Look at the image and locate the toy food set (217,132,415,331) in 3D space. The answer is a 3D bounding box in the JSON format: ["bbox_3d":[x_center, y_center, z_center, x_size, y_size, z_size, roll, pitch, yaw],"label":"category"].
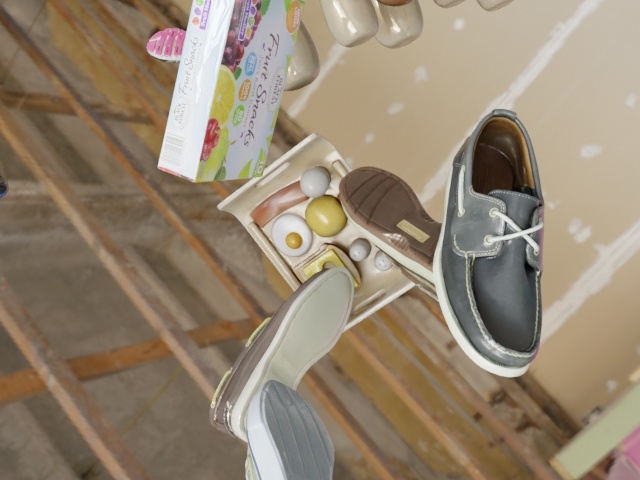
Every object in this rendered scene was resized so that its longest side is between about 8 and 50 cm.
[{"bbox_3d":[0.000,0.000,1.397,0.306,0.220,0.092,53,-163,-4],"label":"toy food set"}]

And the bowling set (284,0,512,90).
[{"bbox_3d":[0.056,-0.266,0.736,0.200,0.287,0.154,145,102,-83],"label":"bowling set"}]

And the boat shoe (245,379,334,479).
[{"bbox_3d":[-0.043,0.271,0.885,0.109,0.094,0.302,32,-161,-23],"label":"boat shoe"}]

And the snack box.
[{"bbox_3d":[-0.064,-0.116,0.606,0.037,0.141,0.100,21,-165,21],"label":"snack box"}]

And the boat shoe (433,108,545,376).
[{"bbox_3d":[0.141,-0.005,0.658,0.084,0.079,0.233,12,-127,-9],"label":"boat shoe"}]

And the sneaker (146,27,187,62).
[{"bbox_3d":[-0.218,-0.322,1.427,0.170,0.063,0.075,5,158,16],"label":"sneaker"}]

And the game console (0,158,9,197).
[{"bbox_3d":[-0.683,-0.135,1.382,0.293,0.250,0.173,33,142,63],"label":"game console"}]

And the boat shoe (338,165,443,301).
[{"bbox_3d":[0.111,0.000,1.086,0.257,0.095,0.095,49,164,42],"label":"boat shoe"}]

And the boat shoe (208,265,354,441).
[{"bbox_3d":[-0.059,0.167,1.295,0.097,0.324,0.116,3,142,46],"label":"boat shoe"}]
